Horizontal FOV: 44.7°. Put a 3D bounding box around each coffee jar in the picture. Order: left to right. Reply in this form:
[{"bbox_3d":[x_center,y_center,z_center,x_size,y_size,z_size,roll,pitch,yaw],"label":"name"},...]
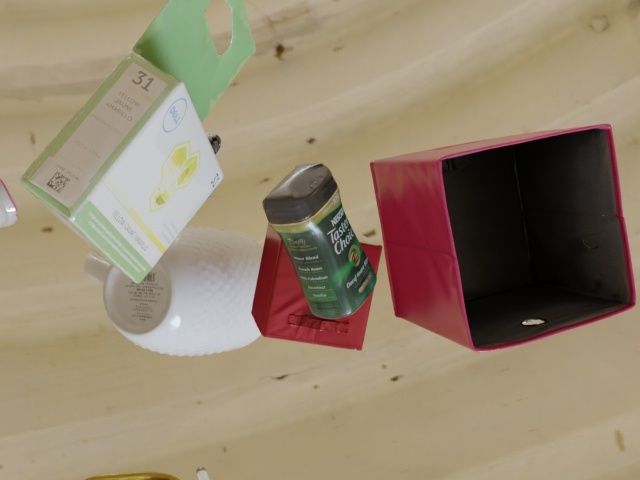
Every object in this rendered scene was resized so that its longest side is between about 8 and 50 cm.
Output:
[{"bbox_3d":[0.000,0.000,0.963,0.079,0.184,0.096,-2,-145,38],"label":"coffee jar"}]

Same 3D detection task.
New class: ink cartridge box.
[{"bbox_3d":[-0.109,-0.093,0.601,0.056,0.171,0.235,34,-103,12],"label":"ink cartridge box"}]

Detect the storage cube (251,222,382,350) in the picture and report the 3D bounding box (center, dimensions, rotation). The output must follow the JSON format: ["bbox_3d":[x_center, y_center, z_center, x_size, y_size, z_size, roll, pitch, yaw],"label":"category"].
[{"bbox_3d":[-0.011,0.074,1.414,0.215,0.183,0.193,-149,-110,-76],"label":"storage cube"}]

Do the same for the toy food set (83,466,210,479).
[{"bbox_3d":[-0.247,0.377,1.056,0.071,0.217,0.128,-103,-168,-48],"label":"toy food set"}]

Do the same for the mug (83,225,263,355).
[{"bbox_3d":[-0.323,0.093,1.632,0.374,0.328,0.276,16,-86,23],"label":"mug"}]

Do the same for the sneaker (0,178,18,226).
[{"bbox_3d":[-0.572,-0.025,1.168,0.252,0.111,0.103,-20,-80,37],"label":"sneaker"}]

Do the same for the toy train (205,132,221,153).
[{"bbox_3d":[-0.202,-0.125,1.008,0.158,0.027,0.036,1,-142,17],"label":"toy train"}]

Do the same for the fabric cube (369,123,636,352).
[{"bbox_3d":[0.245,-0.013,1.102,0.258,0.254,0.259,-168,-114,-73],"label":"fabric cube"}]

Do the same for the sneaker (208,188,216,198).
[{"bbox_3d":[-0.336,-0.199,1.444,0.316,0.182,0.127,55,-48,25],"label":"sneaker"}]
